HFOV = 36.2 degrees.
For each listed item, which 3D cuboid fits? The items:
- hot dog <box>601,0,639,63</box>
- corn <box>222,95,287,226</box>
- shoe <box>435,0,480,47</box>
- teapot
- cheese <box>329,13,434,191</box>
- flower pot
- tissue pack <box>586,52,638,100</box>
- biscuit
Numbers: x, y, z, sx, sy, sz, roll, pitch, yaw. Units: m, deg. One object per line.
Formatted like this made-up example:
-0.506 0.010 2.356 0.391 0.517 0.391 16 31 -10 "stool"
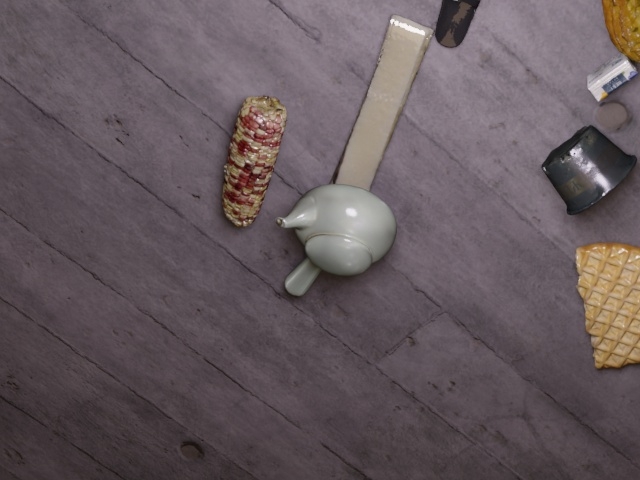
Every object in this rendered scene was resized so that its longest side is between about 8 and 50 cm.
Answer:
0.557 -0.403 1.593 0.196 0.122 0.272 -6 120 15 "hot dog"
-0.134 -0.151 1.911 0.098 0.098 0.290 17 128 0 "corn"
0.242 -0.411 1.691 0.071 0.049 0.179 14 124 0 "shoe"
0.036 0.012 1.955 0.220 0.149 0.318 13 153 9 "teapot"
0.108 -0.233 1.846 0.085 0.034 0.400 18 125 -4 "cheese"
0.476 -0.134 1.775 0.107 0.157 0.157 45 121 -3 "flower pot"
0.509 -0.289 1.711 0.083 0.062 0.042 -35 108 28 "tissue pack"
0.629 0.134 1.977 0.205 0.040 0.309 -9 121 16 "biscuit"
